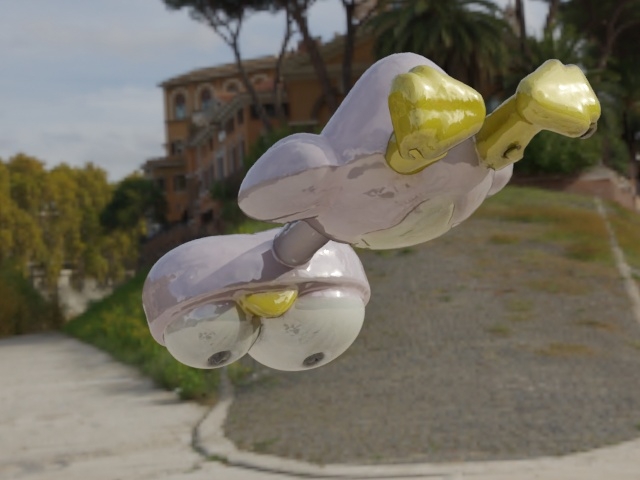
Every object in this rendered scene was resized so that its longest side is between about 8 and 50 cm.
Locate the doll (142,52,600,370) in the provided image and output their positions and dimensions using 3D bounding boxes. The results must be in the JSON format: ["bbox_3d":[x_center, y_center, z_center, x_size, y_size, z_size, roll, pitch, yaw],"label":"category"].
[{"bbox_3d":[0.000,-0.001,0.607,0.160,0.094,0.365,-8,-23,-33],"label":"doll"}]
